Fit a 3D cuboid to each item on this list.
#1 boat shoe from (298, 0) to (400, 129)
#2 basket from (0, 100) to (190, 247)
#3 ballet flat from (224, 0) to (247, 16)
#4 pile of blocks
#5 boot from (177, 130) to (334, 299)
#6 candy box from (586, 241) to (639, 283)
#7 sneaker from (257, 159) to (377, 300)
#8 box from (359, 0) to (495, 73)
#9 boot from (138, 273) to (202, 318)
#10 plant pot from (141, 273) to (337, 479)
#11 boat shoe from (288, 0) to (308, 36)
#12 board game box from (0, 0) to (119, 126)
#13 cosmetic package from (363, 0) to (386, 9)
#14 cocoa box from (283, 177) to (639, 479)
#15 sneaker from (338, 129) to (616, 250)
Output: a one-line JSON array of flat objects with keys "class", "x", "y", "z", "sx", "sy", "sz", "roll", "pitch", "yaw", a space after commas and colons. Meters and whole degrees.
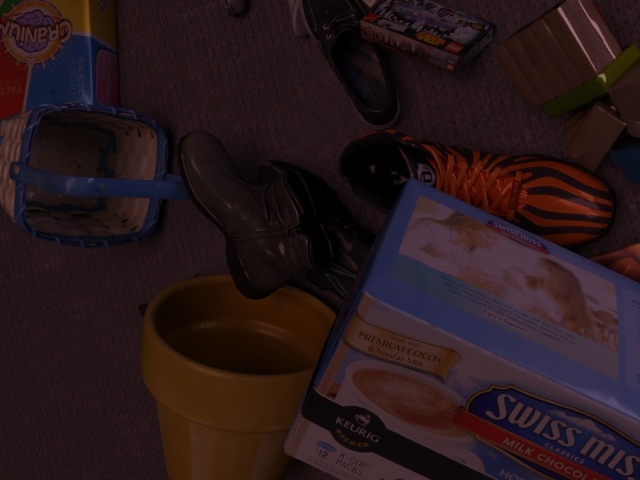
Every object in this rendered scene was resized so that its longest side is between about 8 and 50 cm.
[{"class": "boat shoe", "x": 0.034, "y": -0.249, "z": 1.055, "sx": 0.080, "sy": 0.076, "sz": 0.228, "roll": -22, "pitch": 83, "yaw": 3}, {"class": "basket", "x": -0.303, "y": -0.088, "z": 1.153, "sx": 0.289, "sy": 0.255, "sz": 0.201, "roll": 8, "pitch": 94, "yaw": 45}, {"class": "ballet flat", "x": -0.130, "y": -0.372, "z": 1.172, "sx": 0.041, "sy": 0.041, "sz": 0.114, "roll": -23, "pitch": 82, "yaw": 26}, {"class": "pile of blocks", "x": 0.365, "y": -0.138, "z": 0.901, "sx": 0.362, "sy": 0.113, "sz": 0.149, "roll": 42, "pitch": 149, "yaw": 13}, {"class": "boot", "x": -0.075, "y": -0.055, "z": 1.043, "sx": 0.161, "sy": 0.083, "sz": 0.246, "roll": -32, "pitch": 83, "yaw": 45}, {"class": "candy box", "x": 0.302, "y": 0.079, "z": 0.957, "sx": 0.187, "sy": 0.053, "sz": 0.109, "roll": -21, "pitch": 83, "yaw": 27}, {"class": "sneaker", "x": 0.000, "y": 0.000, "z": 1.080, "sx": 0.267, "sy": 0.101, "sz": 0.106, "roll": 45, "pitch": 112, "yaw": 19}, {"class": "box", "x": 0.130, "y": -0.257, "z": 1.010, "sx": 0.137, "sy": 0.094, "sz": 0.027, "roll": 27, "pitch": 141, "yaw": 23}, {"class": "boot", "x": -0.204, "y": 0.087, "z": 1.221, "sx": 0.106, "sy": 0.037, "sz": 0.114, "roll": 34, "pitch": 110, "yaw": 8}, {"class": "plant pot", "x": -0.109, "y": 0.204, "z": 1.077, "sx": 0.254, "sy": 0.254, "sz": 0.239, "roll": 22, "pitch": 117, "yaw": 25}, {"class": "boat shoe", "x": -0.028, "y": -0.327, "z": 1.123, "sx": 0.035, "sy": 0.035, "sz": 0.100, "roll": 12, "pitch": 102, "yaw": 53}, {"class": "board game box", "x": -0.433, "y": -0.340, "z": 1.306, "sx": 0.242, "sy": 0.064, "sz": 0.316, "roll": -2, "pitch": 91, "yaw": 27}, {"class": "cosmetic package", "x": 0.088, "y": -0.355, "z": 1.055, "sx": 0.060, "sy": 0.041, "sz": 0.115, "roll": 46, "pitch": 110, "yaw": 18}, {"class": "cocoa box", "x": 0.180, "y": 0.138, "z": 0.834, "sx": 0.347, "sy": 0.231, "sz": 0.228, "roll": 25, "pitch": 125, "yaw": 2}, {"class": "sneaker", "x": 0.164, "y": -0.052, "z": 0.949, "sx": 0.321, "sy": 0.180, "sz": 0.124, "roll": 10, "pitch": 97, "yaw": 26}]
